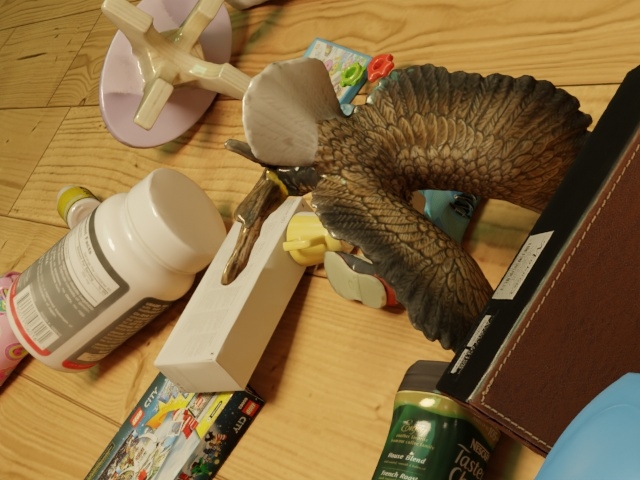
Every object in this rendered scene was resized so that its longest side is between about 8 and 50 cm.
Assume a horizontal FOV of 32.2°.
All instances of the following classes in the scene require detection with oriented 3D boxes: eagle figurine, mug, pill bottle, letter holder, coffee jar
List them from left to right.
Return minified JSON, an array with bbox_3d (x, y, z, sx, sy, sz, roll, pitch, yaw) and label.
[{"bbox_3d":[-0.388,-0.051,1.786,0.065,0.065,0.116,-55,33,0],"label":"pill bottle"},{"bbox_3d":[-0.266,0.039,1.455,0.283,0.161,0.161,-37,36,25],"label":"pill bottle"},{"bbox_3d":[0.003,0.001,1.235,0.064,0.062,0.078,-5,39,40],"label":"mug"},{"bbox_3d":[0.080,-0.041,0.972,0.298,0.225,0.226,18,118,26],"label":"eagle figurine"},{"bbox_3d":[0.089,0.195,0.909,0.079,0.096,0.184,-1,60,43],"label":"coffee jar"},{"bbox_3d":[0.260,0.041,0.806,0.302,0.214,0.152,-58,0,-4],"label":"letter holder"}]

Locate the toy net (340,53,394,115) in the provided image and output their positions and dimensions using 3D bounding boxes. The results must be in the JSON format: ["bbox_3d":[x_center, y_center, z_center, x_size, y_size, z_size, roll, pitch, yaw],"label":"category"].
[{"bbox_3d":[0.090,-0.160,1.289,0.232,0.045,0.122,4,62,52],"label":"toy net"}]

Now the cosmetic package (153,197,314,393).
[{"bbox_3d":[-0.085,0.060,1.247,0.099,0.060,0.239,-11,40,41],"label":"cosmetic package"}]

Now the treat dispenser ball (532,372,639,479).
[{"bbox_3d":[0.236,0.184,0.544,0.288,0.288,0.288,-33,38,31],"label":"treat dispenser ball"}]

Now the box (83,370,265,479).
[{"bbox_3d":[-0.174,0.236,1.262,0.233,0.044,0.159,-55,32,0],"label":"box"}]

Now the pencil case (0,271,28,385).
[{"bbox_3d":[-0.533,0.179,1.715,0.284,0.124,0.124,-44,34,15],"label":"pencil case"}]

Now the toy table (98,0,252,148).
[{"bbox_3d":[-0.213,-0.270,1.619,0.161,0.252,0.274,-7,66,69],"label":"toy table"}]

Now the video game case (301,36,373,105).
[{"bbox_3d":[0.000,-0.206,1.471,0.119,0.015,0.166,-55,32,0],"label":"video game case"}]

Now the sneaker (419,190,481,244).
[{"bbox_3d":[0.142,-0.060,1.109,0.073,0.063,0.162,-13,51,43],"label":"sneaker"}]

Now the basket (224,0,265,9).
[{"bbox_3d":[-0.090,-0.564,1.656,0.328,0.266,0.331,-63,23,-11],"label":"basket"}]

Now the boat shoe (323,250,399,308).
[{"bbox_3d":[0.047,0.038,1.161,0.043,0.049,0.137,-18,20,-23],"label":"boat shoe"}]
